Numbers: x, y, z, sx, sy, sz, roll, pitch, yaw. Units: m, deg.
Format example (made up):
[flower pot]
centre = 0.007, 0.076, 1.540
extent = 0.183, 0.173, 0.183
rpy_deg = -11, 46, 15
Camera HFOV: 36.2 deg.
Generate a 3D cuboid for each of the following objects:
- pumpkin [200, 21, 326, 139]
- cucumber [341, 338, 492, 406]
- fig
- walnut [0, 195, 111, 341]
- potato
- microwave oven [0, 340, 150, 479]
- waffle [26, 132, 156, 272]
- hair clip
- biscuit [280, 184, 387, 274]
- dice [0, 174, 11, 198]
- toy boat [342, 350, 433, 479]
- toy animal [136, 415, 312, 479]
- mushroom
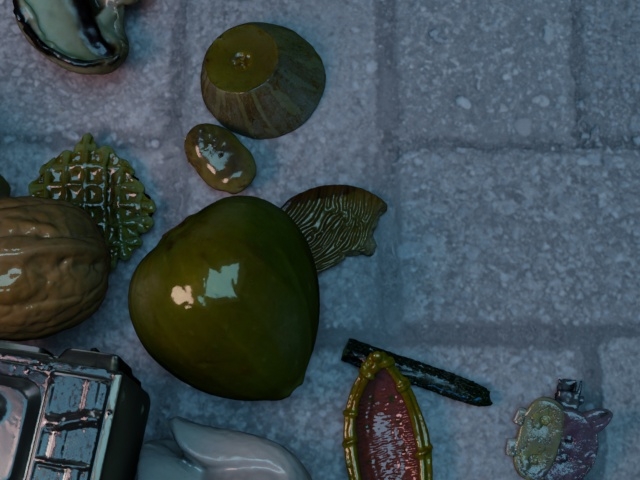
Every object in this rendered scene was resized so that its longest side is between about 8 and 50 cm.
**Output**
[pumpkin]
centre = -0.105, -0.289, 1.660
extent = 0.218, 0.110, 0.217
rpy_deg = -1, 79, 4
[cucumber]
centre = 0.159, 0.218, 1.581
extent = 0.257, 0.044, 0.043
rpy_deg = 19, 88, 1
[fig]
centre = -0.127, 0.103, 1.484
extent = 0.316, 0.316, 0.316
rpy_deg = 0, 77, -2
[walnut]
centre = -0.444, 0.042, 1.478
extent = 0.261, 0.225, 0.224
rpy_deg = -6, 76, -30
[potato]
centre = -0.168, -0.136, 1.636
extent = 0.092, 0.070, 0.138
rpy_deg = -40, 83, -11
[microwave oven]
centre = -0.470, 0.268, 1.409
extent = 0.395, 0.333, 0.247
rpy_deg = 9, 73, 0
[waffle]
centre = -0.384, -0.050, 1.618
extent = 0.214, 0.054, 0.208
rpy_deg = 43, 78, 3
[hair clip]
centre = 0.378, 0.309, 1.563
extent = 0.146, 0.056, 0.187
rpy_deg = 16, 80, 9
[biscuit]
centre = 0.000, 0.000, 1.631
extent = 0.176, 0.031, 0.228
rpy_deg = 28, 77, 6
[dice]
centre = -0.650, -0.074, 1.521
extent = 0.238, 0.233, 0.226
rpy_deg = 32, 79, 9
[toy boat]
centre = 0.107, 0.333, 1.528
extent = 0.141, 0.099, 0.317
rpy_deg = -9, 80, 0
[toy animal]
centre = -0.137, 0.400, 1.450
extent = 0.265, 0.206, 0.271
rpy_deg = 0, 75, 2
[mushroom]
centre = -0.402, -0.434, 1.675
extent = 0.248, 0.130, 0.344
rpy_deg = -4, 78, -19
